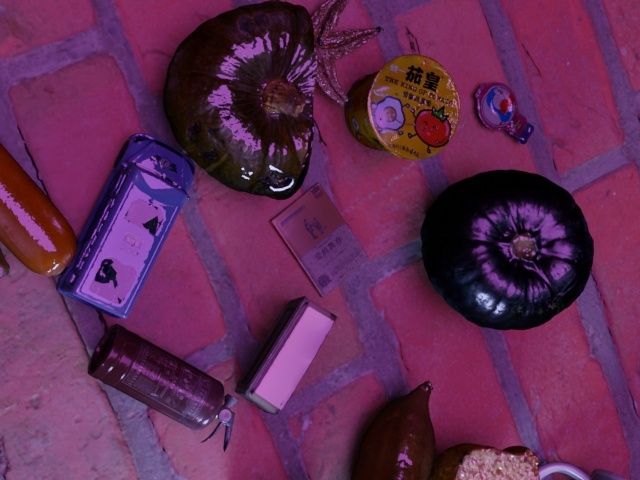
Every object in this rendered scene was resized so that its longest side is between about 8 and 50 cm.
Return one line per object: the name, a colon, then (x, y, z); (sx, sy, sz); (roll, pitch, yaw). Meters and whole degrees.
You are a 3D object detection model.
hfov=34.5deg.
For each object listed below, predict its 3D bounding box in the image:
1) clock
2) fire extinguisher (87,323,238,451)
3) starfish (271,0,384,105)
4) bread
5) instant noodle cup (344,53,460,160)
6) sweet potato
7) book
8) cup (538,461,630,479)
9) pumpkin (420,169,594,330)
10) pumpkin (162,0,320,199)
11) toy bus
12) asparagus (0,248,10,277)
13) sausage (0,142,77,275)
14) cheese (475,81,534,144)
clock: (-0.061, 0.194, 1.747); (0.071, 0.147, 0.192); (34, 78, -7)
fire extinguisher: (-0.246, 0.245, 1.692); (0.269, 0.105, 0.105); (33, 78, -21)
starfish: (-0.007, -0.352, 1.814); (0.227, 0.043, 0.240); (-38, 101, -15)
bread: (0.260, 0.519, 1.885); (0.194, 0.179, 0.340); (16, 87, -22)
instant noodle cup: (0.133, -0.231, 1.828); (0.182, 0.144, 0.182); (-1, 93, -25)
sweet potato: (0.121, 0.426, 1.839); (0.157, 0.158, 0.370); (18, 73, -24)
book: (0.000, 0.000, 1.844); (0.118, 0.012, 0.172); (-40, 106, -19)
cup: (0.525, 0.598, 1.989); (0.356, 0.259, 0.274); (34, 76, 11)
pumpkin: (0.336, 0.015, 1.882); (0.315, 0.238, 0.315); (2, 79, -10)
pumpkin: (-0.130, -0.227, 1.657); (0.232, 0.242, 0.325); (-2, 90, -30)
toy bus: (-0.299, -0.026, 1.642); (0.125, 0.133, 0.292); (29, 80, -22)
asparagus: (-0.529, -0.024, 1.587); (0.041, 0.045, 0.178); (-23, 98, -23)
sausage: (-0.476, -0.062, 1.565); (0.105, 0.105, 0.274); (-42, 99, -18)
cheese: (0.353, -0.245, 1.984); (0.145, 0.038, 0.095); (40, 76, -19)
